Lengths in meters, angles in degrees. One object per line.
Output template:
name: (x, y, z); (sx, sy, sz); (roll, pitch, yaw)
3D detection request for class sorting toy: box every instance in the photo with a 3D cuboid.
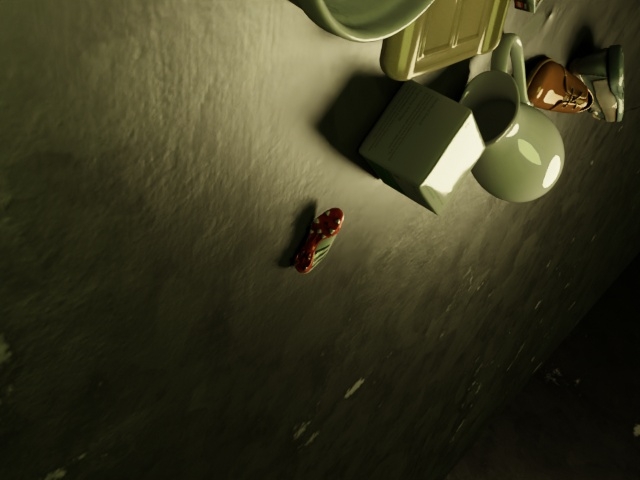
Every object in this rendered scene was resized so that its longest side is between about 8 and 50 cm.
sorting toy: (0.142, -0.316, 0.693); (0.229, 0.041, 0.307); (-27, 135, -50)

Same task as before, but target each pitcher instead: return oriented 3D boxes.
pitcher: (0.255, -0.154, 0.981); (0.207, 0.125, 0.178); (33, 74, -53)

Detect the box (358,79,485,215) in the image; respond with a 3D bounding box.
box: (0.115, -0.101, 0.818); (0.102, 0.087, 0.101); (-56, 153, -2)

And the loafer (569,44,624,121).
loafer: (0.486, -0.273, 1.294); (0.267, 0.084, 0.096); (21, 70, -67)

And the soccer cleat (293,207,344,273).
soccer cleat: (0.000, 0.000, 0.807); (0.083, 0.029, 0.035); (-59, 163, 10)

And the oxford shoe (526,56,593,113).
oxford shoe: (0.362, -0.226, 1.116); (0.212, 0.076, 0.076); (-13, 132, -52)

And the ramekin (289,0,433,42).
ramekin: (0.021, -0.245, 0.478); (0.207, 0.109, 0.207); (-39, 148, -30)

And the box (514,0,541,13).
box: (0.229, -0.318, 0.765); (0.094, 0.027, 0.137); (-56, 152, -14)
